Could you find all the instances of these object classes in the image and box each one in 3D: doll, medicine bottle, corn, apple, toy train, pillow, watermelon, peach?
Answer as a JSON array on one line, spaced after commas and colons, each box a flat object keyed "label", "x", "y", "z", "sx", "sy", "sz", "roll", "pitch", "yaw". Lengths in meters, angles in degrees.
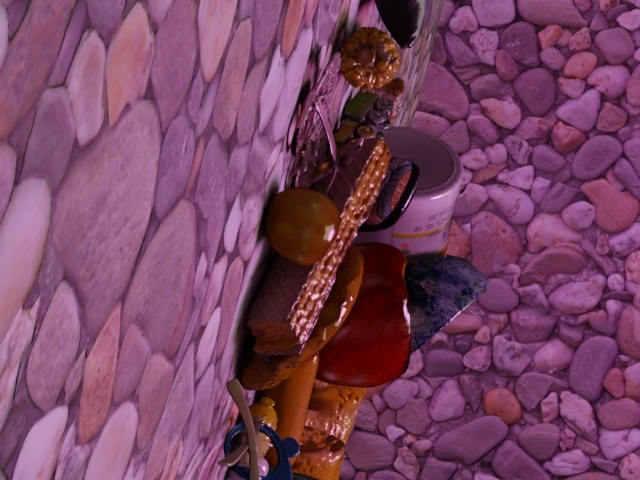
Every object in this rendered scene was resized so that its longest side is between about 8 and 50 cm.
[{"label": "doll", "x": -0.107, "y": 0.332, "z": 1.885, "sx": 0.106, "sy": 0.062, "sz": 0.162, "roll": -53, "pitch": 159, "yaw": -60}, {"label": "medicine bottle", "x": 0.153, "y": -0.072, "z": 2.335, "sx": 0.238, "sy": 0.238, "sz": 0.232, "roll": -67, "pitch": 170, "yaw": -48}, {"label": "corn", "x": 0.083, "y": -0.294, "z": 1.878, "sx": 0.292, "sy": 0.101, "sz": 0.101, "roll": -60, "pitch": 164, "yaw": -77}, {"label": "apple", "x": -0.025, "y": -0.025, "z": 1.598, "sx": 0.099, "sy": 0.102, "sz": 0.114, "roll": -63, "pitch": -176, "yaw": 16}, {"label": "toy train", "x": 0.067, "y": -0.195, "z": 2.052, "sx": 0.202, "sy": 0.081, "sz": 0.060, "roll": -56, "pitch": 161, "yaw": -48}, {"label": "pillow", "x": 0.145, "y": -0.434, "z": 1.968, "sx": 0.250, "sy": 0.106, "sz": 0.186, "roll": -64, "pitch": 149, "yaw": -70}, {"label": "watermelon", "x": 0.180, "y": 0.129, "z": 2.299, "sx": 0.318, "sy": 0.148, "sz": 0.226, "roll": -35, "pitch": 172, "yaw": -23}, {"label": "peach", "x": 0.062, "y": 0.133, "z": 2.054, "sx": 0.245, "sy": 0.249, "sz": 0.275, "roll": -25, "pitch": 157, "yaw": -28}]

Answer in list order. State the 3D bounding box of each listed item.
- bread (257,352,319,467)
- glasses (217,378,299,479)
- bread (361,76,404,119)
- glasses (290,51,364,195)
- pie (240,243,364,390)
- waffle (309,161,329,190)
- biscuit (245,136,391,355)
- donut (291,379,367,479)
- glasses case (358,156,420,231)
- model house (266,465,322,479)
[{"label": "bread", "x": -0.067, "y": 0.275, "z": 1.985, "sx": 0.074, "sy": 0.092, "sz": 0.239, "roll": -9, "pitch": 119, "yaw": -45}, {"label": "glasses", "x": -0.117, "y": 0.310, "z": 1.671, "sx": 0.239, "sy": 0.102, "sz": 0.207, "roll": -90, "pitch": 154, "yaw": -52}, {"label": "bread", "x": 0.117, "y": -0.273, "z": 2.248, "sx": 0.070, "sy": 0.083, "sz": 0.077, "roll": -61, "pitch": 166, "yaw": -50}, {"label": "glasses", "x": 0.018, "y": -0.158, "z": 1.664, "sx": 0.255, "sy": 0.095, "sz": 0.162, "roll": 101, "pitch": 3, "yaw": -57}, {"label": "pie", "x": -0.022, "y": 0.120, "z": 1.759, "sx": 0.273, "sy": 0.069, "sz": 0.273, "roll": -48, "pitch": -174, "yaw": 6}, {"label": "waffle", "x": -0.007, "y": -0.031, "z": 1.906, "sx": 0.253, "sy": 0.056, "sz": 0.249, "roll": 96, "pitch": 11, "yaw": -49}, {"label": "biscuit", "x": 0.000, "y": 0.000, "z": 1.705, "sx": 0.054, "sy": 0.094, "sz": 0.379, "roll": 49, "pitch": 54, "yaw": -32}, {"label": "donut", "x": -0.003, "y": 0.372, "z": 2.399, "sx": 0.378, "sy": 0.163, "sz": 0.435, "roll": 94, "pitch": 13, "yaw": -66}, {"label": "glasses case", "x": 0.084, "y": -0.079, "z": 2.045, "sx": 0.122, "sy": 0.082, "sz": 0.321, "roll": -65, "pitch": -164, "yaw": -8}, {"label": "model house", "x": -0.043, "y": 0.563, "z": 1.906, "sx": 0.280, "sy": 0.312, "sz": 0.245, "roll": -65, "pitch": 172, "yaw": -64}]
